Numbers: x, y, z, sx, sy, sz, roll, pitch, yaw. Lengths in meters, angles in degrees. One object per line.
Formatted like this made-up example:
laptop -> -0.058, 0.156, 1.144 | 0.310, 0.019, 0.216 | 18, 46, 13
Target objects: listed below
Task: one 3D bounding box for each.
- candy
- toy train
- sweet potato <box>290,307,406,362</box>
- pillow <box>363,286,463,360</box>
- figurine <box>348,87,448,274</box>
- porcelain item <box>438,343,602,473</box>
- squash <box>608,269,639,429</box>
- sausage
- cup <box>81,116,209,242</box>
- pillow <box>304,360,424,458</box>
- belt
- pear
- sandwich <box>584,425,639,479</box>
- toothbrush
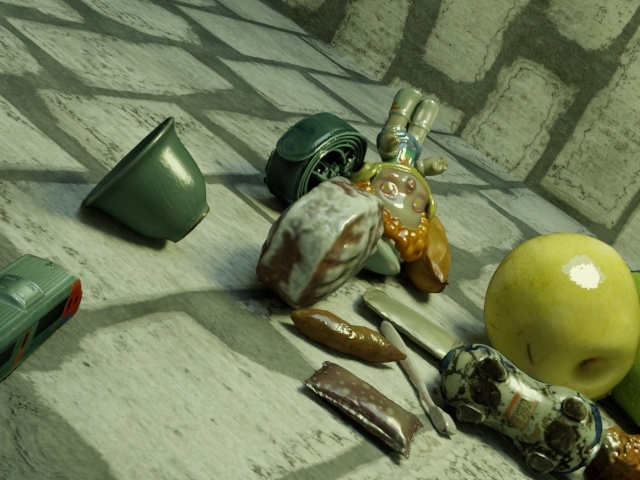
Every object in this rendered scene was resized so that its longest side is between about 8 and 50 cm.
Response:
candy -> 0.000, 0.000, 1.860 | 0.157, 0.214, 0.289 | 34, 21, 13
toy train -> -0.362, 0.095, 1.237 | 0.086, 0.089, 0.409 | 26, 18, 2
sweet potato -> 0.049, 0.158, 1.784 | 0.218, 0.051, 0.065 | 24, 17, -21
pillow -> 0.174, 0.158, 2.002 | 0.232, 0.038, 0.130 | 35, 16, 7
figurine -> 0.145, -0.108, 2.226 | 0.224, 0.382, 0.205 | 45, -30, -21
porcelain item -> 0.323, 0.270, 1.831 | 0.288, 0.138, 0.186 | 29, 4, 6
squash -> 0.692, 0.253, 2.234 | 0.263, 0.263, 0.384 | 18, 22, -36
sausage -> 0.217, 0.032, 2.292 | 0.112, 0.112, 0.328 | 27, 18, -12
cup -> -0.253, -0.076, 1.759 | 0.150, 0.199, 0.199 | 46, 15, -13
pillow -> 0.067, 0.237, 1.617 | 0.185, 0.043, 0.118 | 34, 20, 10
belt -> -0.008, -0.152, 2.254 | 0.116, 0.207, 0.267 | 35, 15, 22
pear -> 0.459, 0.143, 2.108 | 0.309, 0.309, 0.309 | 28, 18, -10
sandwich -> 0.582, 0.380, 1.877 | 0.301, 0.162, 0.250 | 25, 14, -26
toothbrush -> 0.157, 0.221, 1.834 | 0.029, 0.025, 0.307 | 30, 16, -31
